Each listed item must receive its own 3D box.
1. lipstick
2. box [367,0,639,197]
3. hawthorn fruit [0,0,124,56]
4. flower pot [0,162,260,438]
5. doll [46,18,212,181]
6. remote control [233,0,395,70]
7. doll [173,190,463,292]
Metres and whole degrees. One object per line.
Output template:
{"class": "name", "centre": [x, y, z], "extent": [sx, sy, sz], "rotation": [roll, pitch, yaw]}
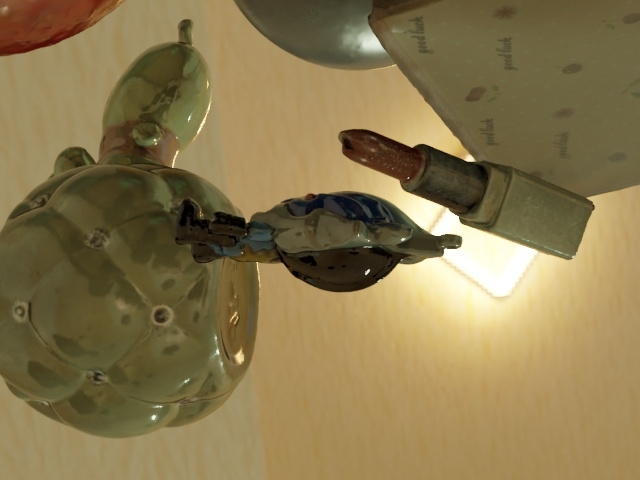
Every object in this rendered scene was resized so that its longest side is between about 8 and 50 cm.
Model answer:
{"class": "lipstick", "centre": [0.051, -0.020, 0.500], "extent": [0.107, 0.025, 0.025], "rotation": [19, 180, -30]}
{"class": "box", "centre": [0.186, -0.164, 0.609], "extent": [0.297, 0.190, 0.225], "rotation": [-14, 156, 21]}
{"class": "hawthorn fruit", "centre": [-0.177, -0.227, 0.677], "extent": [0.284, 0.284, 0.284], "rotation": [-7, -170, 1]}
{"class": "flower pot", "centre": [-0.162, 0.049, 1.179], "extent": [0.195, 0.246, 0.246], "rotation": [0, -168, 14]}
{"class": "doll", "centre": [-0.178, -0.112, 1.420], "extent": [0.275, 0.113, 0.155], "rotation": [-60, -176, -39]}
{"class": "remote control", "centre": [0.071, -0.252, 0.848], "extent": [0.332, 0.221, 0.103], "rotation": [-45, -147, -5]}
{"class": "doll", "centre": [0.000, 0.000, 0.930], "extent": [0.195, 0.070, 0.096], "rotation": [2, 167, 17]}
